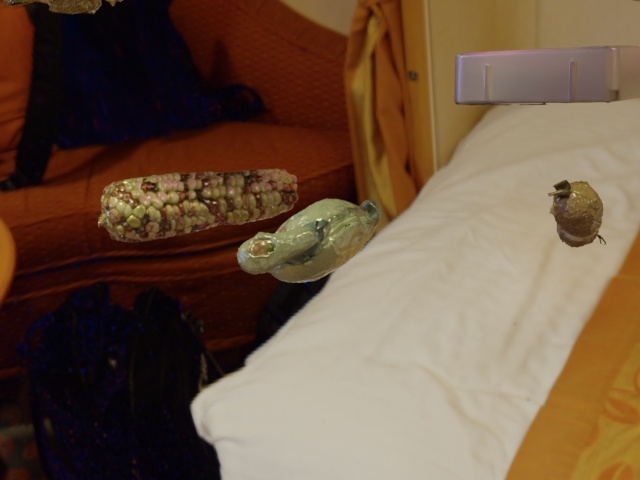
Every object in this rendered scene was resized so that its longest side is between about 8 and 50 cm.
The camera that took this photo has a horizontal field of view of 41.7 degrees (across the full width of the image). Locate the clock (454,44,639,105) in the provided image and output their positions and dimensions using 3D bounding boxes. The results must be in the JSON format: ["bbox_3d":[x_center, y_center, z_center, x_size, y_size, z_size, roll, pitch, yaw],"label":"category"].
[{"bbox_3d":[0.276,-0.198,1.006,0.197,0.063,0.150,6,14,35],"label":"clock"}]

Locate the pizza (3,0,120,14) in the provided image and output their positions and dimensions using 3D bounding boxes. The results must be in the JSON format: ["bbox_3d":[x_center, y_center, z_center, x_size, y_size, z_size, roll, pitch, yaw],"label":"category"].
[{"bbox_3d":[-0.347,-0.366,1.166,0.223,0.089,0.323,-6,27,-12],"label":"pizza"}]

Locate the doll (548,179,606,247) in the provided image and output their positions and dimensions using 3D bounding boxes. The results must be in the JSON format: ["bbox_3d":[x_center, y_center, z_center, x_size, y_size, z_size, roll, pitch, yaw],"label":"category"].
[{"bbox_3d":[0.552,-0.071,1.816,0.115,0.221,0.105,14,62,38],"label":"doll"}]

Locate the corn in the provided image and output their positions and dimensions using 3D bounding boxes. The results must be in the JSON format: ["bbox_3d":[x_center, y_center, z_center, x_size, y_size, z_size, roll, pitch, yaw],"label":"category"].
[{"bbox_3d":[-0.171,-0.053,1.182,0.281,0.092,0.092,-7,32,-18],"label":"corn"}]

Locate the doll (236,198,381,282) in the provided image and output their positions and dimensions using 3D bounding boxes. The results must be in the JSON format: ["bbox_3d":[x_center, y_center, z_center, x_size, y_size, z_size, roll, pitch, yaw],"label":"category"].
[{"bbox_3d":[0.000,0.000,0.889,0.103,0.071,0.214,-32,-11,37],"label":"doll"}]
